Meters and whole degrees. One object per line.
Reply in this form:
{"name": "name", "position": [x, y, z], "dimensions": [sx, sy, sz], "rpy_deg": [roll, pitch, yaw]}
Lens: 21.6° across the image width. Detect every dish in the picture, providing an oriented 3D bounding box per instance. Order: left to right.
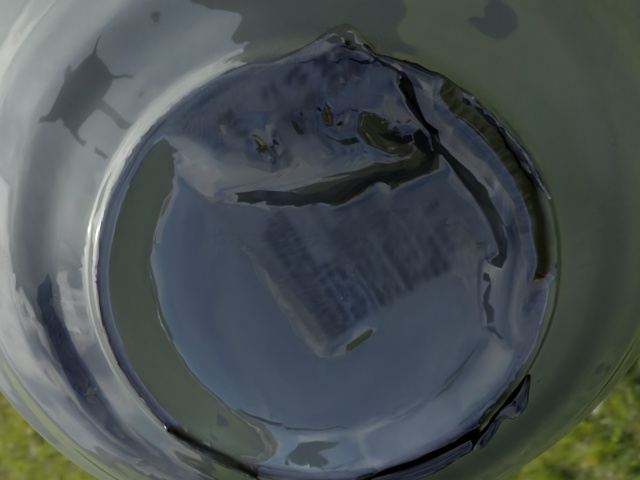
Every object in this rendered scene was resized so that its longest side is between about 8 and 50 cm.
{"name": "dish", "position": [0.000, 0.000, 0.654], "dimensions": [0.106, 0.316, 0.316], "rpy_deg": [-94, 6, -70]}
